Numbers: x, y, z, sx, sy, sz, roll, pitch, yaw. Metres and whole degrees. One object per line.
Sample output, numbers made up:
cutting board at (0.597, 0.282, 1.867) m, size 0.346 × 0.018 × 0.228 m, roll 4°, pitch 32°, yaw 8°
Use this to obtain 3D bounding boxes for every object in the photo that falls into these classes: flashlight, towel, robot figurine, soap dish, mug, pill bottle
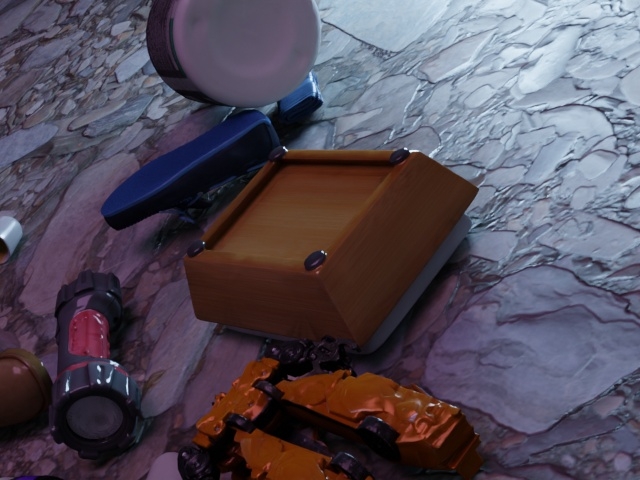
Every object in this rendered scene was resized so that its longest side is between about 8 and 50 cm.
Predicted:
flashlight at (-0.264, 0.130, 1.491) m, size 0.103 × 0.103 × 0.304 m, roll 4°, pitch 26°, yaw -11°
towel at (-0.032, -0.206, 1.810) m, size 0.067 × 0.029 × 0.119 m, roll -31°, pitch 30°, yaw 11°
robot figurine at (-0.004, 0.188, 1.146) m, size 0.211 × 0.085 × 0.291 m, roll -48°, pitch 32°, yaw -22°
soap dish at (0.000, 0.000, 1.384) m, size 0.291 × 0.118 × 0.229 m, roll 5°, pitch 48°, yaw 51°
mug at (-0.501, -0.005, 1.973) m, size 0.078 × 0.062 × 0.064 m, roll -10°, pitch 29°, yaw 27°
pill bottle at (-0.142, -0.298, 1.836) m, size 0.204 × 0.204 × 0.361 m, roll -40°, pitch 17°, yaw -8°

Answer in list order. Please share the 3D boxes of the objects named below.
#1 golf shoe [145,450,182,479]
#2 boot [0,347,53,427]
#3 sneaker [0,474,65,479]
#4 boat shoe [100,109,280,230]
golf shoe at (-0.162, 0.258, 1.201) m, size 0.077 × 0.094 × 0.198 m, roll -26°, pitch 29°, yaw 18°
boot at (-0.463, 0.241, 1.477) m, size 0.236 × 0.089 × 0.269 m, roll -23°, pitch 11°, yaw 45°
sneaker at (-0.317, 0.340, 1.229) m, size 0.146 × 0.102 × 0.293 m, roll -14°, pitch 36°, yaw 32°
boat shoe at (-0.168, -0.074, 1.701) m, size 0.258 × 0.089 × 0.109 m, roll -27°, pitch 32°, yaw 8°
